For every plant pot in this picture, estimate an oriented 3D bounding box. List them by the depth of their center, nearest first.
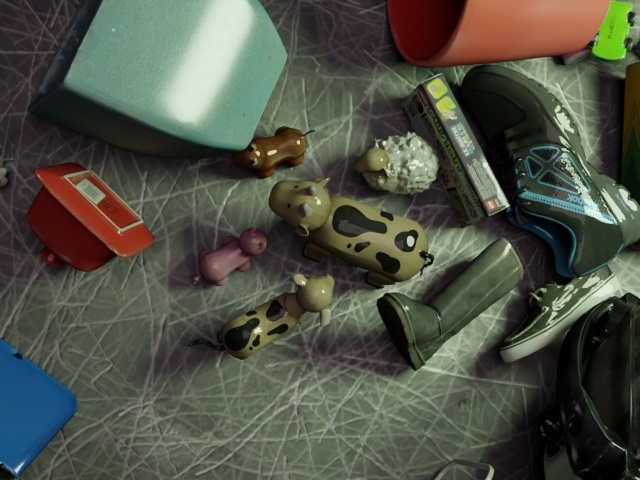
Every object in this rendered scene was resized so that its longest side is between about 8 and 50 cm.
[{"bbox_3d":[-0.195,-0.232,1.250,0.252,0.248,0.247,27,78,-24],"label":"plant pot"},{"bbox_3d":[0.255,-0.367,1.343,0.243,0.275,0.275,2,82,-21],"label":"plant pot"}]

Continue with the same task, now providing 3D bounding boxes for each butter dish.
[{"bbox_3d":[-0.319,-0.013,1.253,0.160,0.160,0.118,45,101,-2],"label":"butter dish"}]

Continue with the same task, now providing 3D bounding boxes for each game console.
[{"bbox_3d":[-0.503,0.229,1.192,0.293,0.173,0.250,37,94,0],"label":"game console"}]

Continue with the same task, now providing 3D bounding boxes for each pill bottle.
[{"bbox_3d":[0.375,-0.312,1.453,0.043,0.043,0.083,-22,86,-12],"label":"pill bottle"}]

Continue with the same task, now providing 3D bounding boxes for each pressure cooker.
[{"bbox_3d":[0.484,0.264,1.231,0.420,0.370,0.375,33,83,-3],"label":"pressure cooker"}]

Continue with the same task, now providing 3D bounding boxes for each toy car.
[{"bbox_3d":[0.440,-0.361,1.437,0.239,0.053,0.225,10,74,11],"label":"toy car"}]

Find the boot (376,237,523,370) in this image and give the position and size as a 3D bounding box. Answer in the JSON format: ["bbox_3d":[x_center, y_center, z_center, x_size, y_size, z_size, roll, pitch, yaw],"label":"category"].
[{"bbox_3d":[0.184,0.071,1.312,0.208,0.189,0.076,-35,60,-6],"label":"boot"}]

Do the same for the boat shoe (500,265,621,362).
[{"bbox_3d":[0.332,0.095,1.379,0.219,0.078,0.070,-34,90,-21],"label":"boat shoe"}]

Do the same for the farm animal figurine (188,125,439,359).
[{"bbox_3d":[0.000,0.000,1.279,0.327,0.172,0.330,5,82,-9],"label":"farm animal figurine"}]

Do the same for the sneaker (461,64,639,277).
[{"bbox_3d":[0.305,-0.102,1.358,0.140,0.125,0.341,-38,82,-15],"label":"sneaker"}]

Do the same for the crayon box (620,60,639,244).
[{"bbox_3d":[0.559,-0.150,1.425,0.203,0.083,0.323,3,91,-10],"label":"crayon box"}]

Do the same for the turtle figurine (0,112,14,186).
[{"bbox_3d":[-0.507,-0.089,1.237,0.175,0.118,0.234,26,84,-6],"label":"turtle figurine"}]

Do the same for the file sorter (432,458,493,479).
[{"bbox_3d":[0.245,0.437,1.256,0.278,0.193,0.173,41,75,-3],"label":"file sorter"}]

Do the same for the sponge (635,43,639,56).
[{"bbox_3d":[0.603,-0.325,1.502,0.210,0.031,0.117,-43,91,-13],"label":"sponge"}]

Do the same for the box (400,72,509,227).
[{"bbox_3d":[0.188,-0.123,1.359,0.036,0.114,0.207,-26,88,-13],"label":"box"}]
